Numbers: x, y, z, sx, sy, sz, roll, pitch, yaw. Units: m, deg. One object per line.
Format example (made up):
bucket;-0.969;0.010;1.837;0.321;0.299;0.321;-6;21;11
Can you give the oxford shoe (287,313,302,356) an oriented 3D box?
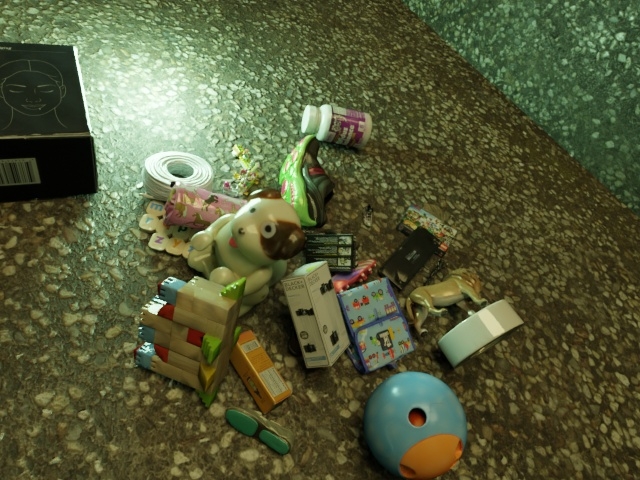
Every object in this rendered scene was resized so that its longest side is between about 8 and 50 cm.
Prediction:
oxford shoe;-0.054;0.260;1.535;0.083;0.096;0.227;11;48;-11

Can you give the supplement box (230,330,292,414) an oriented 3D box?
supplement box;-0.187;0.387;1.384;0.080;0.078;0.233;-12;58;-46

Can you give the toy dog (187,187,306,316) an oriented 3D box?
toy dog;-0.192;0.034;1.435;0.396;0.408;0.284;-9;65;-27

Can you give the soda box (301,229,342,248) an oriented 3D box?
soda box;0.000;0.000;1.786;0.169;0.060;0.053;4;51;-18

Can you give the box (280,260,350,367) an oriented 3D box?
box;-0.011;0.225;1.450;0.169;0.087;0.289;-26;102;-62

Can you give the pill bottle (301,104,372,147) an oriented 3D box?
pill bottle;0.073;-0.535;2.171;0.302;0.169;0.169;7;51;-16

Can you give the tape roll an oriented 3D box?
tape roll;0.546;0.323;1.602;0.286;0.286;0.100;-16;61;-32

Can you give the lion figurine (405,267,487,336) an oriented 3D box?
lion figurine;0.454;0.210;1.748;0.393;0.142;0.240;-6;34;-19

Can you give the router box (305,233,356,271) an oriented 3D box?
router box;0.036;0.044;1.680;0.179;0.046;0.133;1;84;19

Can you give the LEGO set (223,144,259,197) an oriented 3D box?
LEGO set;-0.301;-0.299;1.872;0.132;0.107;0.286;13;50;-12

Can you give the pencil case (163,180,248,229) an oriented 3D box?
pencil case;-0.337;-0.091;1.622;0.386;0.160;0.167;11;44;-25

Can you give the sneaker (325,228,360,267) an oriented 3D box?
sneaker;0.078;0.027;1.723;0.170;0.051;0.089;26;69;13

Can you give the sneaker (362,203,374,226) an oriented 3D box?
sneaker;0.203;-0.112;1.951;0.038;0.069;0.098;4;52;-19

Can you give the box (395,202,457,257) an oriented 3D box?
box;0.460;-0.046;2.019;0.233;0.044;0.159;33;48;6

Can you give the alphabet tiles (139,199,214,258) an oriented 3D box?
alphabet tiles;-0.482;-0.053;1.658;0.284;0.021;0.277;16;48;-9

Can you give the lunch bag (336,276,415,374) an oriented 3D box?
lunch bag;0.177;0.304;1.592;0.221;0.138;0.293;-17;73;-32

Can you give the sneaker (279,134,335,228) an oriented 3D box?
sneaker;-0.049;-0.234;1.908;0.202;0.185;0.482;24;49;-27

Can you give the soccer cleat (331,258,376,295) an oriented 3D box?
soccer cleat;0.110;0.121;1.725;0.095;0.083;0.248;42;52;19

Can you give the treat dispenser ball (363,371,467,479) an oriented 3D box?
treat dispenser ball;0.266;0.521;1.324;0.288;0.288;0.288;11;50;-14

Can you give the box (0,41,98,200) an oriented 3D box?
box;-1.025;-0.395;1.531;0.480;0.297;0.471;-8;58;-27

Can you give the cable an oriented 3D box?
cable;-0.525;-0.237;1.728;0.257;0.089;0.257;13;39;-10

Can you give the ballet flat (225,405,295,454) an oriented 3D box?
ballet flat;-0.167;0.521;1.310;0.213;0.072;0.068;31;21;3

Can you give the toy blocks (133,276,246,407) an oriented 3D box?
toy blocks;-0.374;0.241;1.282;0.261;0.381;0.190;20;24;8

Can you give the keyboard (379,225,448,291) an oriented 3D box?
keyboard;0.389;0.091;1.864;0.201;0.033;0.317;42;60;10
